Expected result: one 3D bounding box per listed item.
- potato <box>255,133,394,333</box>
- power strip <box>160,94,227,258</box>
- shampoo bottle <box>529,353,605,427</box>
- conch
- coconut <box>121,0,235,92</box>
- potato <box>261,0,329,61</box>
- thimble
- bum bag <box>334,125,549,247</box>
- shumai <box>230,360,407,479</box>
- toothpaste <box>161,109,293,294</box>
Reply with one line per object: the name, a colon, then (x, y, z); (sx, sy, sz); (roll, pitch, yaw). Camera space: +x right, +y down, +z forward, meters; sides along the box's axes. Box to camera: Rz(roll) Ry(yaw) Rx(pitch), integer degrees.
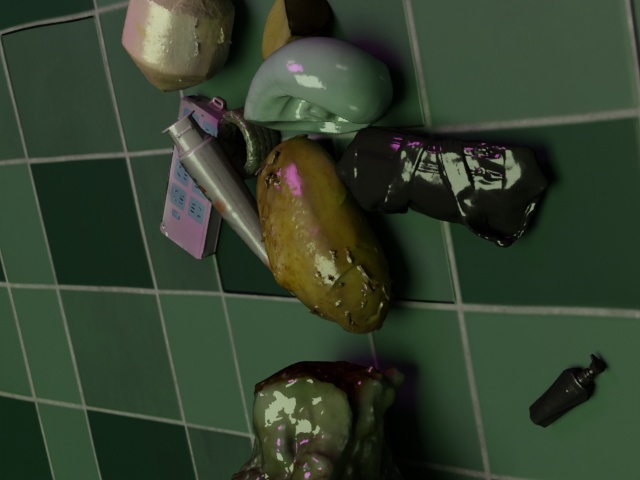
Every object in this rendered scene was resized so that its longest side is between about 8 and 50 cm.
potato: (0.000, 0.000, 1.744); (0.173, 0.140, 0.300); (-38, 74, 41)
power strip: (-0.196, -0.102, 1.976); (0.109, 0.037, 0.279); (35, 127, 31)
shampoo bottle: (0.318, 0.196, 1.581); (0.048, 0.027, 0.137); (52, 134, 15)
conch: (-0.001, -0.202, 1.672); (0.221, 0.121, 0.185); (-4, 144, 37)
coconut: (-0.210, -0.303, 1.827); (0.171, 0.171, 0.183); (30, 122, 34)
potato: (-0.039, -0.295, 1.727); (0.103, 0.066, 0.096); (136, 137, -55)
thimble: (-0.109, -0.148, 1.853); (0.084, 0.062, 0.110); (1, 105, 48)
bum bag: (0.150, -0.072, 1.604); (0.326, 0.080, 0.142); (12, 118, 38)
shumai: (0.019, 0.335, 1.756); (0.324, 0.397, 0.323); (-6, 73, 42)
toothpaste: (-0.119, -0.046, 1.833); (0.323, 0.066, 0.100); (55, -179, -9)
